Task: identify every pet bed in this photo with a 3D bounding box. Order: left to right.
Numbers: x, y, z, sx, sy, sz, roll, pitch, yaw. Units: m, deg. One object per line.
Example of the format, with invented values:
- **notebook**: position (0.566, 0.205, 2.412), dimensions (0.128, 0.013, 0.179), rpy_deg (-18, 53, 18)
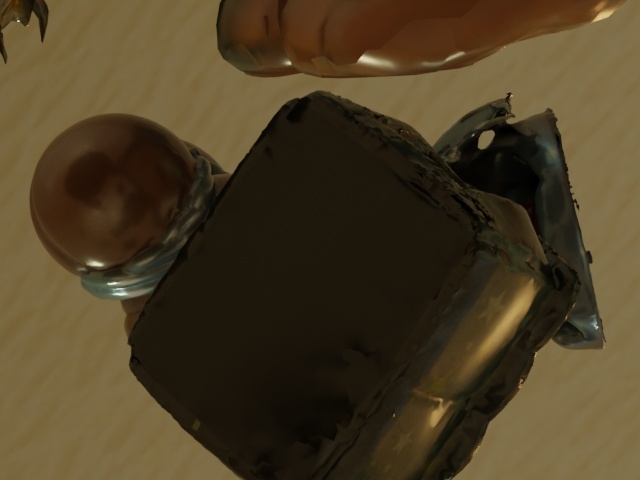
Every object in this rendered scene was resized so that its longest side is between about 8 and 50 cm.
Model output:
- **pet bed**: position (0.027, 0.046, 1.137), dimensions (0.183, 0.211, 0.159), rpy_deg (37, -172, 31)

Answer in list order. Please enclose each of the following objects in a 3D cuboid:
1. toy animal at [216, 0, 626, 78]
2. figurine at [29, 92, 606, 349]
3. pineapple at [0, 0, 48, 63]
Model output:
- **toy animal**: position (0.032, -0.216, 0.556), dimensions (0.216, 0.191, 0.338), rpy_deg (-146, 46, -81)
- **figurine**: position (0.000, 0.001, 1.503), dimensions (0.276, 0.388, 0.248), rpy_deg (35, -138, -80)
- **pineapple**: position (-0.314, -0.198, 1.177), dimensions (0.352, 0.300, 0.352), rpy_deg (37, 180, 0)
